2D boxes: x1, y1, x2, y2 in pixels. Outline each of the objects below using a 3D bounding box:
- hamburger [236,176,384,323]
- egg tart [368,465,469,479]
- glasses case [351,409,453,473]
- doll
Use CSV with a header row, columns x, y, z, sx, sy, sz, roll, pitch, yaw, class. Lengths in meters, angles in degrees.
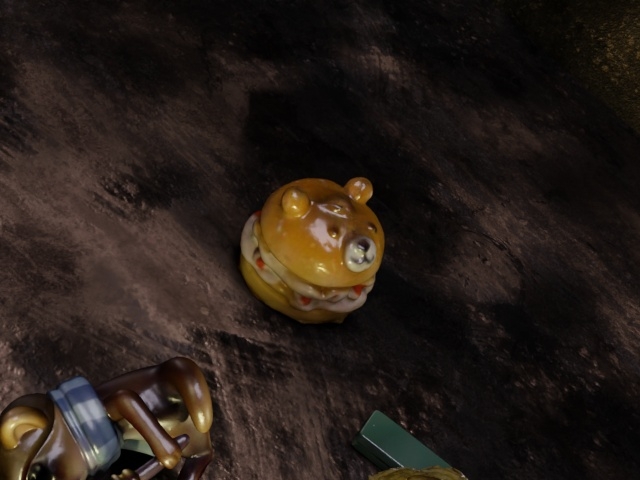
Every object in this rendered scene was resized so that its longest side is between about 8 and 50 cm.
x,y,z,sx,sy,sz,roll,pitch,yaw,class
0.000,0.000,1.971,0.276,0.237,0.276,16,44,-16,hamburger
0.169,0.478,1.673,0.297,0.132,0.297,7,47,-7,egg tart
0.147,0.383,1.831,0.184,0.039,0.078,37,40,5,glasses case
-0.306,0.294,1.509,0.339,0.318,0.209,-12,94,-29,doll
